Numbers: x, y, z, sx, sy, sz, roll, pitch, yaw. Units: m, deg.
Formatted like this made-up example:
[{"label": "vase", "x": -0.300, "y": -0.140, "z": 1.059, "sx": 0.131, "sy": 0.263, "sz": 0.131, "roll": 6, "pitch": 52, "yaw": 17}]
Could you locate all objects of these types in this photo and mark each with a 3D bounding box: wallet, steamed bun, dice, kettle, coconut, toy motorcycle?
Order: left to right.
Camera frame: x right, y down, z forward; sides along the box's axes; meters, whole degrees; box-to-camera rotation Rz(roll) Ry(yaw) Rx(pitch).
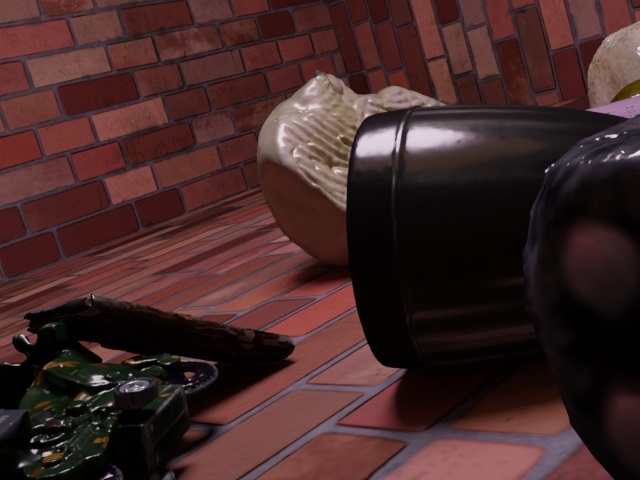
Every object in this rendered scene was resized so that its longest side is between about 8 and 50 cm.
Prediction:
[{"label": "toy motorcycle", "x": -0.194, "y": 0.141, "z": 0.626, "sx": 0.187, "sy": 0.125, "sz": 0.275, "roll": -5, "pitch": 11, "yaw": 12}, {"label": "wallet", "x": -0.144, "y": 0.089, "z": 0.797, "sx": 0.122, "sy": 0.031, "sz": 0.232, "roll": -15, "pitch": -22, "yaw": 43}, {"label": "steamed bun", "x": 0.052, "y": -0.090, "z": 1.219, "sx": 0.320, "sy": 0.275, "sz": 0.206, "roll": 9, "pitch": -31, "yaw": -18}, {"label": "kettle", "x": 0.182, "y": -0.003, "z": 0.666, "sx": 0.271, "sy": 0.207, "sz": 0.251, "roll": -5, "pitch": -20, "yaw": 20}, {"label": "coconut", "x": 0.547, "y": -0.247, "z": 1.332, "sx": 0.230, "sy": 0.227, "sz": 0.227, "roll": -18, "pitch": 9, "yaw": -3}, {"label": "dice", "x": 0.218, "y": 0.020, "z": 0.390, "sx": 0.181, "sy": 0.182, "sz": 0.183, "roll": -25, "pitch": 11, "yaw": -36}]

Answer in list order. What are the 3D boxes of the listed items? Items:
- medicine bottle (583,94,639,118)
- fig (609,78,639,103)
[{"label": "medicine bottle", "x": 0.362, "y": -0.080, "z": 0.841, "sx": 0.254, "sy": 0.152, "sz": 0.152, "roll": -15, "pitch": 9, "yaw": 15}, {"label": "fig", "x": 0.428, "y": -0.114, "z": 1.049, "sx": 0.186, "sy": 0.148, "sz": 0.142, "roll": 7, "pitch": 39, "yaw": -25}]
